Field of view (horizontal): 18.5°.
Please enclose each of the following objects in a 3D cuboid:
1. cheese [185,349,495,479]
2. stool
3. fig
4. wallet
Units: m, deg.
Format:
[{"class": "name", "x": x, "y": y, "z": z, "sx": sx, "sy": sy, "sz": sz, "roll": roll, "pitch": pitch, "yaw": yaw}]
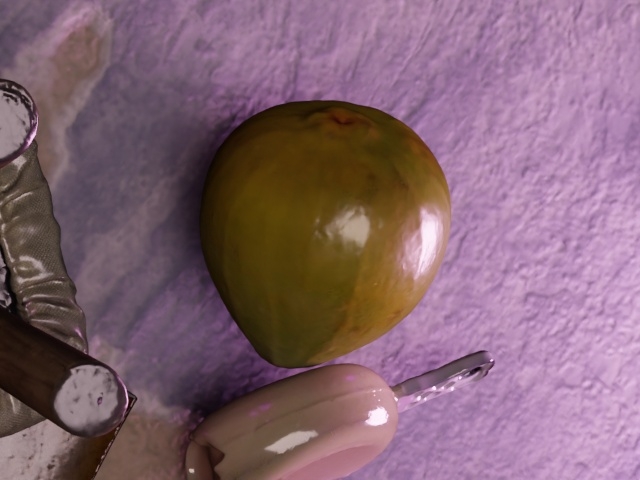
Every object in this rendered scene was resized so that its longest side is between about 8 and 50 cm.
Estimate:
[{"class": "cheese", "x": 0.023, "y": 0.155, "z": 1.692, "sx": 0.286, "sy": 0.163, "sz": 0.082, "roll": -17, "pitch": 70, "yaw": -23}, {"class": "stool", "x": -0.324, "y": 0.044, "z": 1.468, "sx": 0.310, "sy": 0.226, "sz": 0.310, "roll": -18, "pitch": 103, "yaw": -15}, {"class": "fig", "x": 0.004, "y": -0.008, "z": 1.622, "sx": 0.207, "sy": 0.207, "sz": 0.230, "roll": -26, "pitch": 146, "yaw": -16}, {"class": "wallet", "x": -0.266, "y": 0.212, "z": 1.638, "sx": 0.137, "sy": 0.031, "sz": 0.255, "roll": 29, "pitch": 86, "yaw": -19}]
